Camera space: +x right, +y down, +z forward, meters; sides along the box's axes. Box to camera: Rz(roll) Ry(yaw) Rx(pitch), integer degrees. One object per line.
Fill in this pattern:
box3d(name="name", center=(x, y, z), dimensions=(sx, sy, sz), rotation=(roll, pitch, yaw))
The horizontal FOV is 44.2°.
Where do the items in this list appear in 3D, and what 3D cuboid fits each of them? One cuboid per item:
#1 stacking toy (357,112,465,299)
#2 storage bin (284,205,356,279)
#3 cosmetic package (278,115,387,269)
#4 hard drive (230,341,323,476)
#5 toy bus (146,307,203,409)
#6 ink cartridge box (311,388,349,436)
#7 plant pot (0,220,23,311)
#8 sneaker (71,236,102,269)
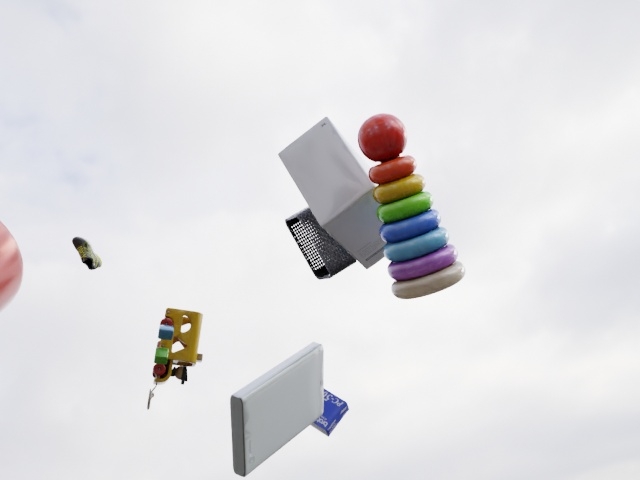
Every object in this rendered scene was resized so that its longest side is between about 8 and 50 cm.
box3d(name="stacking toy", center=(0.146, -0.067, 1.419), dimensions=(0.141, 0.330, 0.141), rotation=(-20, 4, 2))
box3d(name="storage bin", center=(0.000, 0.000, 1.978), dimensions=(0.084, 0.180, 0.122), rotation=(-32, 5, -19))
box3d(name="cosmetic package", center=(0.055, -0.095, 1.634), dimensions=(0.138, 0.224, 0.225), rotation=(-36, -37, 7))
box3d(name="hard drive", center=(-0.094, 0.387, 1.840), dimensions=(0.040, 0.203, 0.307), rotation=(13, 23, 32))
box3d(name="toy bus", center=(-0.314, 0.249, 1.748), dimensions=(0.104, 0.191, 0.202), rotation=(9, -62, -10))
box3d(name="ink cartridge box", center=(-0.034, 0.432, 2.124), dimensions=(0.097, 0.207, 0.046), rotation=(-50, -32, -24))
box3d(name="plant pot", center=(-0.701, 0.090, 1.387), dimensions=(0.275, 0.243, 0.275), rotation=(2, -62, 3))
box3d(name="sneaker", center=(-0.496, 0.027, 1.665), dimensions=(0.031, 0.083, 0.035), rotation=(-37, 9, 21))
